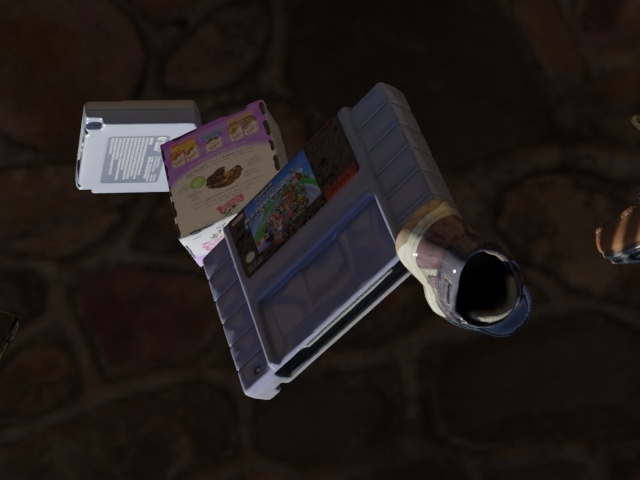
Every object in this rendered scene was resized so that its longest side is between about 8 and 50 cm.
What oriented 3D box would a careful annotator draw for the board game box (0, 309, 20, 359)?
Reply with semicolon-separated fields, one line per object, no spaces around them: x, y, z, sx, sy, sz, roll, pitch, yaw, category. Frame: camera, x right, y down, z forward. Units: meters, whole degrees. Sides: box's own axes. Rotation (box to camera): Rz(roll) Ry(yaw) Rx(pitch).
-0.473;0.095;1.610;0.260;0.136;0.030;20;144;5;board game box

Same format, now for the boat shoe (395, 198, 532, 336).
0.172;0.052;1.610;0.103;0.092;0.285;-43;145;0;boat shoe

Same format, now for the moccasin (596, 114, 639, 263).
0.425;-0.095;1.604;0.139;0.147;0.380;-10;156;-30;moccasin

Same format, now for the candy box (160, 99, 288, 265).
-0.126;-0.082;2.080;0.165;0.196;0.070;-23;137;8;candy box

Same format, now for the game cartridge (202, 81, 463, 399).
0.000;0.000;1.790;0.068;0.230;0.355;16;130;-45;game cartridge

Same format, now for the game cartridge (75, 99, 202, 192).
-0.293;-0.152;2.421;0.198;0.062;0.297;-6;162;-15;game cartridge
